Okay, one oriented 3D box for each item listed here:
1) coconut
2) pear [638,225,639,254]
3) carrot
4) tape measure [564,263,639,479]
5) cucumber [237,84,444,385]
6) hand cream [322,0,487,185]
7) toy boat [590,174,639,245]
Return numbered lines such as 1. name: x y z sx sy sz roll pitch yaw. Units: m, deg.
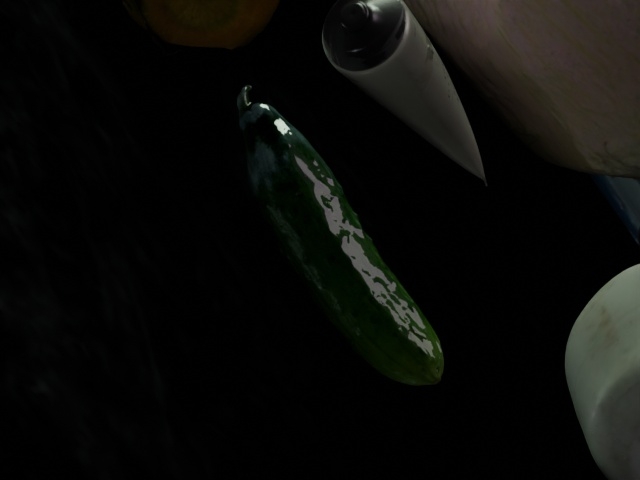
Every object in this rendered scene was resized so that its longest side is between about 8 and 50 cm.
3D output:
1. coconut: 0.216 -0.279 1.381 0.404 0.404 0.404 46 17 -18
2. pear: 0.346 0.011 1.427 0.197 0.197 0.197 46 17 -18
3. carrot: -0.052 -0.143 0.872 0.082 0.082 0.173 45 20 -22
4. tape measure: 0.280 0.086 1.019 0.258 0.265 0.130 39 17 -17
5. cucumber: 0.000 0.000 0.787 0.155 0.037 0.037 57 17 16
6. hand cream: 0.054 -0.098 1.137 0.186 0.054 0.087 37 25 -60
7. toy boat: 0.289 -0.039 1.630 0.299 0.061 0.096 59 17 24
